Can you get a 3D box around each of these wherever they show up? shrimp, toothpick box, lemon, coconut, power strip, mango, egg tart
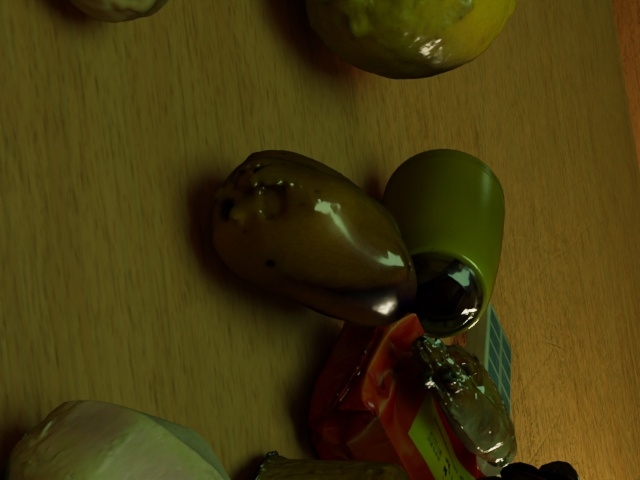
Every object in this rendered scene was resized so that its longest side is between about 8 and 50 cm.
[{"bbox_3d":[0.180,0.184,1.263,0.294,0.062,0.154,50,25,-48],"label":"shrimp"},{"bbox_3d":[0.157,0.007,1.349,0.271,0.175,0.175,-72,141,-58],"label":"toothpick box"},{"bbox_3d":[0.113,-0.349,1.347,0.316,0.285,0.286,23,61,-36],"label":"lemon"},{"bbox_3d":[-0.149,0.235,0.791,0.237,0.197,0.237,21,63,-49],"label":"coconut"},{"bbox_3d":[0.254,0.222,1.541,0.106,0.043,0.367,63,21,-19],"label":"power strip"},{"bbox_3d":[0.000,0.000,1.125,0.287,0.201,0.153,26,78,-41],"label":"mango"},{"bbox_3d":[0.017,0.322,1.071,0.215,0.170,0.215,-14,90,-75],"label":"egg tart"}]

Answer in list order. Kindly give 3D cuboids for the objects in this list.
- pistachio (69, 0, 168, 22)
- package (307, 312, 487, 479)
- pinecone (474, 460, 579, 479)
[{"bbox_3d":[-0.211,-0.297,0.936,0.201,0.117,0.145,60,-3,-17],"label":"pistachio"},{"bbox_3d":[0.114,0.285,1.288,0.424,0.123,0.196,62,37,-29],"label":"package"},{"bbox_3d":[0.227,0.366,1.132,0.272,0.224,0.224,-12,91,-53],"label":"pinecone"}]
